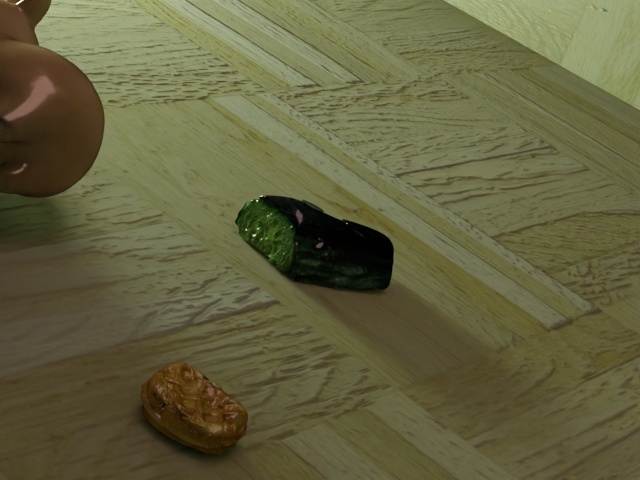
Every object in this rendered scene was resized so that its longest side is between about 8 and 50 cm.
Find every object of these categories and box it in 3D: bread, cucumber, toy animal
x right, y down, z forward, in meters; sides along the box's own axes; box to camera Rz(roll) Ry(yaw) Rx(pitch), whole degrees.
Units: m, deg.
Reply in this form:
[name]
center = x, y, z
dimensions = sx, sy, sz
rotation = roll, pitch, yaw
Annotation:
[bread]
center = -0.123, 0.163, 1.321
dimensions = 0.110, 0.044, 0.083
rotation = 33, 28, 20
[cucumber]
center = 0.000, 0.000, 1.722
dimensions = 0.193, 0.086, 0.115
rotation = 19, 22, -22
[toy animal]
center = -0.387, -0.175, 1.592
dimensions = 0.326, 0.237, 0.269
rotation = 24, 29, 13
